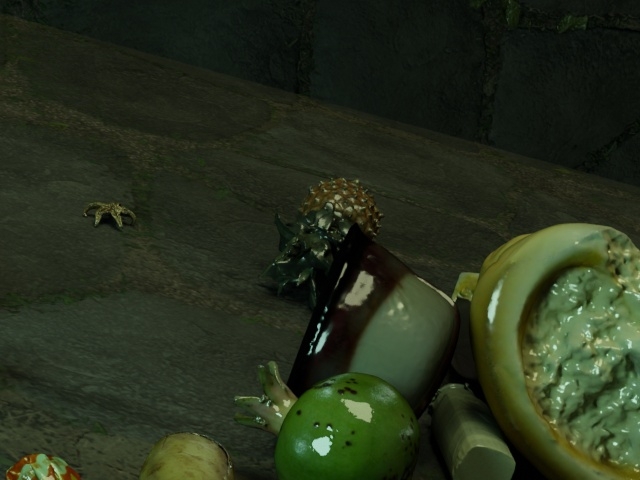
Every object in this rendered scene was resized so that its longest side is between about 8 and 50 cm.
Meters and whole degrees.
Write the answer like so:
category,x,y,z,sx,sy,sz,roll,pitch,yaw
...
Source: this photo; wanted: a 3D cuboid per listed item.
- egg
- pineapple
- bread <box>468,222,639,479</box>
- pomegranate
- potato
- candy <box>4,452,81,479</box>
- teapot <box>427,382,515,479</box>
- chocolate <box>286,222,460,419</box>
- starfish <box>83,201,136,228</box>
category,x,y,z,sx,sy,sz,roll,pitch,yaw
egg,0.282,0.151,2.140,0.206,0.161,0.271,7,10,-3
pineapple,-0.002,-0.003,2.372,0.166,0.165,0.364,20,20,10
bread,0.389,0.157,1.894,0.424,0.329,0.245,46,15,-7
pomegranate,0.005,0.227,1.648,0.224,0.181,0.181,29,21,26
potato,-0.146,0.268,1.543,0.107,0.080,0.170,7,16,-7
candy,-0.207,0.313,1.402,0.288,0.078,0.084,36,4,23
teapot,0.211,0.265,1.887,0.107,0.077,0.200,19,17,-14
chocolate,0.072,0.144,1.840,0.186,0.283,0.283,21,18,-3
starfish,-0.353,-0.043,2.367,0.078,0.028,0.091,25,24,16
